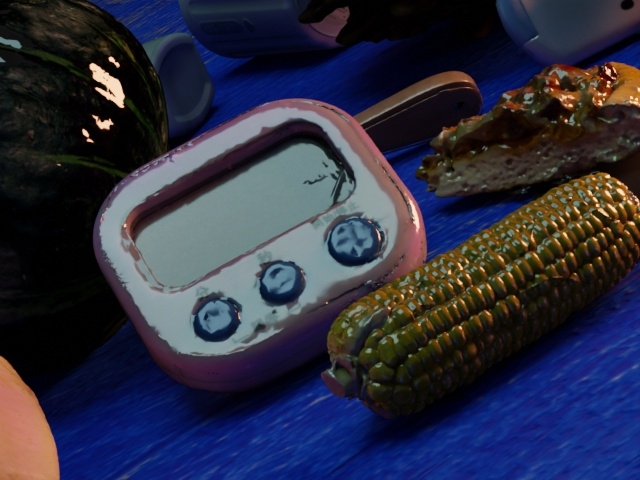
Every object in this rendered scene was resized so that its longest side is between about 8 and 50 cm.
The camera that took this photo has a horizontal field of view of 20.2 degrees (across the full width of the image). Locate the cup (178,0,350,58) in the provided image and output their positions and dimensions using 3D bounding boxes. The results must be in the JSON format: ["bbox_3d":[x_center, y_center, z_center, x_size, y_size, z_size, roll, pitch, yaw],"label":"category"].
[{"bbox_3d":[-0.062,-0.302,2.052,0.202,0.221,0.167,7,76,52],"label":"cup"}]

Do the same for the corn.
[{"bbox_3d":[0.104,0.033,1.088,0.238,0.080,0.080,-27,18,-19],"label":"corn"}]

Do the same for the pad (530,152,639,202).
[{"bbox_3d":[0.203,-0.040,1.293,0.116,0.004,0.193,-14,19,26],"label":"pad"}]

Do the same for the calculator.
[{"bbox_3d":[0.254,-0.235,1.601,0.210,0.121,0.039,-26,-1,-10],"label":"calculator"}]

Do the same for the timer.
[{"bbox_3d":[-0.041,0.003,1.236,0.208,0.069,0.191,-29,56,-8],"label":"timer"}]

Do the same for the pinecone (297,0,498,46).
[{"bbox_3d":[0.134,-0.374,1.770,0.398,0.397,0.398,-21,18,7],"label":"pinecone"}]

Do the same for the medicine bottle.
[{"bbox_3d":[-0.275,-0.138,1.995,0.296,0.111,0.161,-16,19,26],"label":"medicine bottle"}]

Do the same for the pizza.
[{"bbox_3d":[0.159,-0.088,1.360,0.194,0.069,0.154,-18,19,10],"label":"pizza"}]

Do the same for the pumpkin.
[{"bbox_3d":[-0.217,-0.041,1.385,0.238,0.315,0.315,7,23,4],"label":"pumpkin"}]

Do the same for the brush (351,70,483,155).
[{"bbox_3d":[-0.012,-0.058,1.528,0.327,0.070,0.065,-22,36,-1],"label":"brush"}]

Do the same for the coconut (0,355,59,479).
[{"bbox_3d":[-0.268,0.136,1.049,0.197,0.237,0.237,-58,23,-3],"label":"coconut"}]
